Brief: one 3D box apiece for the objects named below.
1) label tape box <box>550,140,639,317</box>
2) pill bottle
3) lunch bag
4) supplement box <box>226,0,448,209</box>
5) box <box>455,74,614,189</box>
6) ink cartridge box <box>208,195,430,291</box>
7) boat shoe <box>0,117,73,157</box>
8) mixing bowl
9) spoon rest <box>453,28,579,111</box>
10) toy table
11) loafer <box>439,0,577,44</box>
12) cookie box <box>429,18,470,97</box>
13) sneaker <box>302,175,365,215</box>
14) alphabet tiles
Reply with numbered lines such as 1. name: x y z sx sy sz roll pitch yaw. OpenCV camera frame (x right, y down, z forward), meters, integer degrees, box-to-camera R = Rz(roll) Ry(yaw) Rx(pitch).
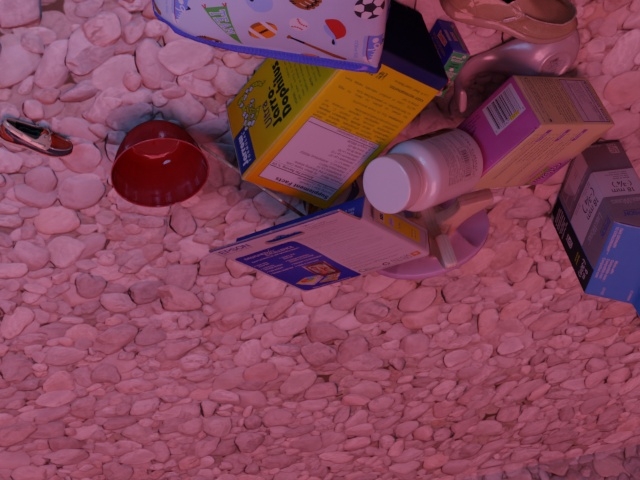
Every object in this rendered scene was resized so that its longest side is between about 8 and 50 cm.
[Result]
1. label tape box: 0.615 -0.009 2.301 0.106 0.333 0.240 -6 140 -11
2. pill bottle: 0.184 -0.123 1.970 0.229 0.131 0.131 -22 156 -48
3. lunch bag: -0.079 -0.452 1.615 0.385 0.239 0.328 6 142 4
4. supplement box: 0.020 -0.257 1.923 0.194 0.195 0.356 20 129 -35
5. box: 0.398 -0.207 2.091 0.243 0.117 0.213 -6 152 -42
6. ink cartridge box: 0.000 0.000 2.061 0.304 0.072 0.307 -17 152 32
7. boat shoe: -0.509 -0.186 1.956 0.137 0.049 0.043 15 131 -25
8. mixing bowl: -0.301 -0.157 2.015 0.181 0.098 0.181 -8 141 -7
9. spoon rest: 0.367 -0.333 2.052 0.276 0.084 0.137 -22 144 -12
10. toy table: 0.221 -0.031 2.242 0.274 0.252 0.161 -26 158 -8
11. loafer: 0.344 -0.417 1.908 0.268 0.102 0.092 4 144 -21
12. cookie box: 0.218 -0.331 1.979 0.040 0.092 0.107 5 137 -27
13. sneaker: 0.023 -0.020 2.276 0.131 0.112 0.296 -3 140 -15
14. alphabet tiles: -0.111 -0.100 2.076 0.009 0.198 0.237 -56 160 0
